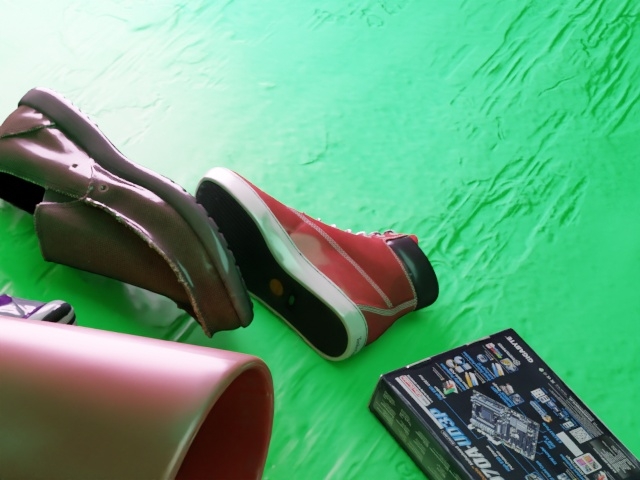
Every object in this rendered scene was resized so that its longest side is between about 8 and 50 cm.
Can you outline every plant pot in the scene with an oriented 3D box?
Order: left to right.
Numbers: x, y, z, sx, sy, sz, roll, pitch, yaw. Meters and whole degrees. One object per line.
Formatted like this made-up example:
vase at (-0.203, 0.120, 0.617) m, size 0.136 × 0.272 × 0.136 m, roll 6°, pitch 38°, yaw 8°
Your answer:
plant pot at (-0.198, 0.185, 1.422) m, size 0.243 × 0.275 × 0.275 m, roll 18°, pitch 38°, yaw 15°

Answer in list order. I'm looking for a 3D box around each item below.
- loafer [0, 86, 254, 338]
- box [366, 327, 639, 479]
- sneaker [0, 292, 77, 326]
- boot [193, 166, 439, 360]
loafer at (-0.205, -0.006, 1.745) m, size 0.130 × 0.134 × 0.366 m, roll -41°, pitch 53°, yaw -17°
box at (0.179, 0.190, 1.698) m, size 0.175 × 0.051 × 0.220 m, roll -18°, pitch 51°, yaw -35°
sneaker at (-0.316, 0.116, 1.597) m, size 0.098 × 0.083 × 0.223 m, roll 14°, pitch 30°, yaw 29°
boot at (0.000, 0.000, 1.828) m, size 0.244 × 0.088 × 0.176 m, roll 44°, pitch 45°, yaw 17°
